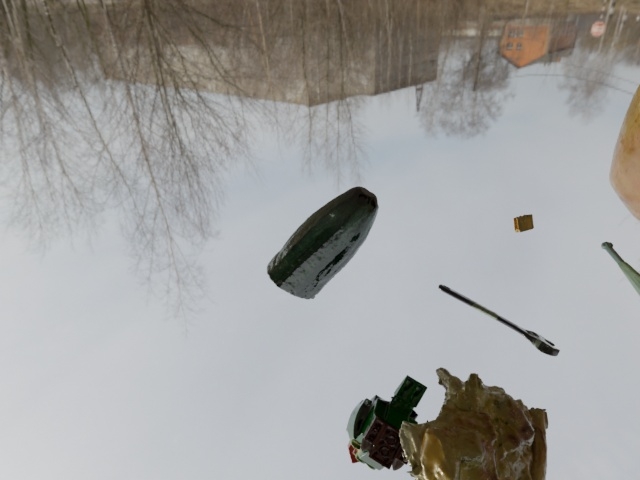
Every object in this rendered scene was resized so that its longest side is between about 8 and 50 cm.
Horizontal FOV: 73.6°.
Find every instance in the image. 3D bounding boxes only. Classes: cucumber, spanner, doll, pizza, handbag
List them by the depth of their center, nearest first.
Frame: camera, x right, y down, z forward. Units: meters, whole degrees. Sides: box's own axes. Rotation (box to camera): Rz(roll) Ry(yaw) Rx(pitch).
[{"bbox_3d":[0.228,0.294,0.590,0.223,0.089,0.323,51,-135,5],"label":"pizza"},{"bbox_3d":[0.101,0.316,0.728,0.106,0.186,0.134,29,-124,0],"label":"doll"},{"bbox_3d":[0.000,0.000,0.742,0.115,0.244,0.063,51,-153,19],"label":"cucumber"},{"bbox_3d":[0.441,0.191,1.080,0.316,0.024,0.087,30,-163,28],"label":"spanner"},{"bbox_3d":[0.771,-0.066,1.625,0.083,0.061,0.027,-11,-175,-28],"label":"handbag"}]

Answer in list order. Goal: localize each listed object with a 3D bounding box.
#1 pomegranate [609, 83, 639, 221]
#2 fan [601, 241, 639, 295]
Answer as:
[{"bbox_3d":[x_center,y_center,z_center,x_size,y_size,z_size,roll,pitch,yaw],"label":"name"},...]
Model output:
[{"bbox_3d":[0.620,-0.146,0.644,0.343,0.342,0.342,-2,-152,1],"label":"pomegranate"},{"bbox_3d":[0.552,0.065,0.748,0.016,0.038,0.193,14,-142,-14],"label":"fan"}]
